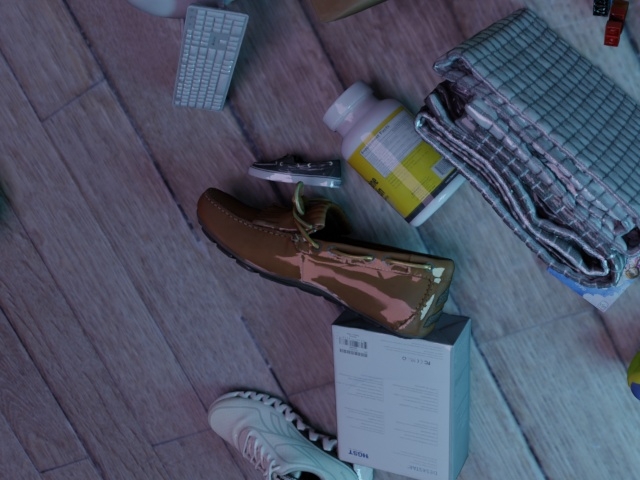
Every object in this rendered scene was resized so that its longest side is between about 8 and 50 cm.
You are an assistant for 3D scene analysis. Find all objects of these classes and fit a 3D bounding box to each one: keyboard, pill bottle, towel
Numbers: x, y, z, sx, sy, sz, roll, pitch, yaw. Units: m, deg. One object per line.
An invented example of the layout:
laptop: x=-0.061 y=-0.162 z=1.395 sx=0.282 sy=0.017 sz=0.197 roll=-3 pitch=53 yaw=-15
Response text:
keyboard: x=-0.148 y=-0.230 z=1.098 sx=0.072 sy=0.014 sz=0.256 roll=12 pitch=160 yaw=-10
pill bottle: x=0.092 y=-0.114 z=1.072 sx=0.184 sy=0.103 sz=0.103 roll=45 pitch=124 yaw=3
towel: x=0.247 y=-0.104 z=0.921 sx=0.283 sy=0.235 sz=0.121 roll=43 pitch=130 yaw=5

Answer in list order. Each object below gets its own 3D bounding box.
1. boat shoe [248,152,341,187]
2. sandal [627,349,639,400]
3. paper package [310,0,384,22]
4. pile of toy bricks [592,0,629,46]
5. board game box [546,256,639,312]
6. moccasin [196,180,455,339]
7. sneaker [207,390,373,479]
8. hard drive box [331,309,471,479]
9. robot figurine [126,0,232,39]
boat shoe: x=-0.034 y=-0.100 z=1.182 sx=0.142 sy=0.049 sz=0.040 roll=9 pitch=96 yaw=22
sandal: x=0.519 y=0.166 z=0.968 sx=0.317 sy=0.126 sz=0.138 roll=-8 pitch=111 yaw=31
paper package: x=0.083 y=-0.420 z=0.839 sx=0.325 sy=0.168 sz=0.310 roll=-12 pitch=106 yaw=58
pile of toy bricks: x=0.351 y=-0.292 z=0.861 sx=0.118 sy=0.105 sz=0.212 roll=14 pitch=157 yaw=21
board game box: x=0.346 y=0.030 z=1.054 sx=0.090 sy=0.020 sz=0.090 roll=37 pitch=124 yaw=8
moccasin: x=-0.002 y=0.000 z=1.148 sx=0.380 sy=0.139 sz=0.147 roll=24 pitch=103 yaw=28
sneaker: x=-0.064 y=0.337 z=1.343 sx=0.292 sy=0.118 sz=0.110 roll=24 pitch=122 yaw=18
hard drive box: x=0.117 y=0.217 z=1.212 sx=0.181 sy=0.089 sz=0.232 roll=8 pitch=114 yaw=24
robot figurine: x=-0.188 y=-0.426 z=1.022 sx=0.300 sy=0.199 sz=0.354 roll=13 pitch=122 yaw=61
